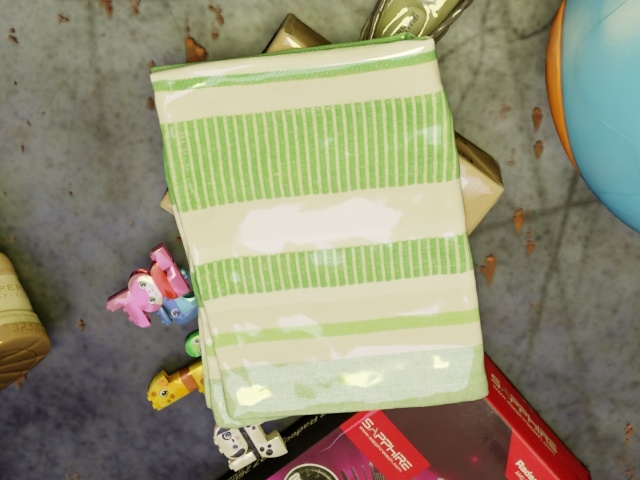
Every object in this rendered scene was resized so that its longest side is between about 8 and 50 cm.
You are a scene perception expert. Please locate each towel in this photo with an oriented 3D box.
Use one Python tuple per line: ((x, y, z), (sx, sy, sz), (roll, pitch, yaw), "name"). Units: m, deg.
((0.000, 0.000, 1.008), (0.247, 0.038, 0.325), (-7, 110, 7), "towel")

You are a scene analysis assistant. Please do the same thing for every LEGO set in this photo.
((-0.129, 0.115, 1.125), (0.093, 0.087, 0.227), (-30, 105, -1), "LEGO set")

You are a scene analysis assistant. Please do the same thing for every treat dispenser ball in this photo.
((0.313, -0.129, 0.894), (0.288, 0.288, 0.288), (1, 111, 4), "treat dispenser ball")

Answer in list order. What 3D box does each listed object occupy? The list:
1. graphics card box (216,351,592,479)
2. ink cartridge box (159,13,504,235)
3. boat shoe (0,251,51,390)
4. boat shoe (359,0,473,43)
((0.050, 0.268, 1.170), (0.371, 0.094, 0.233), (-37, 104, 17), "graphics card box")
((0.010, -0.049, 1.056), (0.234, 0.088, 0.193), (34, 108, -9), "ink cartridge box")
((-0.406, 0.133, 1.154), (0.341, 0.121, 0.110), (-32, 70, 15), "boat shoe")
((0.105, -0.225, 0.988), (0.080, 0.073, 0.223), (31, 110, -8), "boat shoe")
